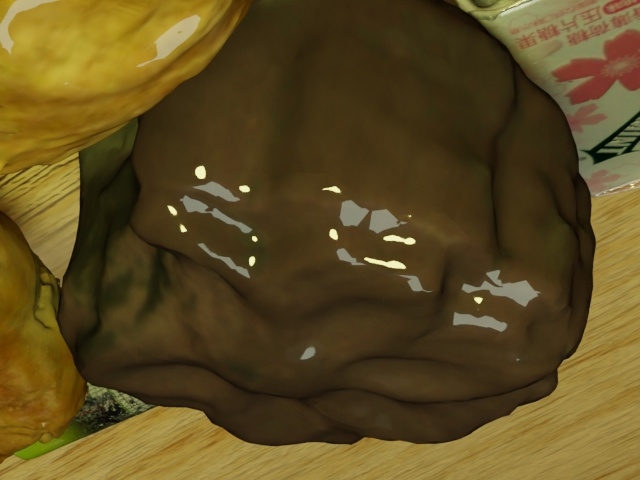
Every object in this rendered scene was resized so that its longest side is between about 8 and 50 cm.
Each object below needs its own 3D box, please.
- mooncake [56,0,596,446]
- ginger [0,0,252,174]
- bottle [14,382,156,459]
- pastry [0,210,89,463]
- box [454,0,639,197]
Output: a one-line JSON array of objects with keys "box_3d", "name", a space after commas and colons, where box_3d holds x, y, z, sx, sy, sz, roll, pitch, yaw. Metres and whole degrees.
[{"box_3d": [0.000, 0.000, 1.294, 0.350, 0.212, 0.381, 10, 153, -5], "name": "mooncake"}, {"box_3d": [-0.158, -0.145, 0.993, 0.269, 0.200, 0.223, -25, 158, 19], "name": "ginger"}, {"box_3d": [-0.133, 0.092, 1.707, 0.330, 0.093, 0.093, -24, 157, 16], "name": "bottle"}, {"box_3d": [-0.305, 0.053, 1.404, 0.255, 0.162, 0.311, -10, 149, 11], "name": "pastry"}, {"box_3d": [0.211, -0.153, 1.362, 0.190, 0.112, 0.369, -23, 158, 11], "name": "box"}]
